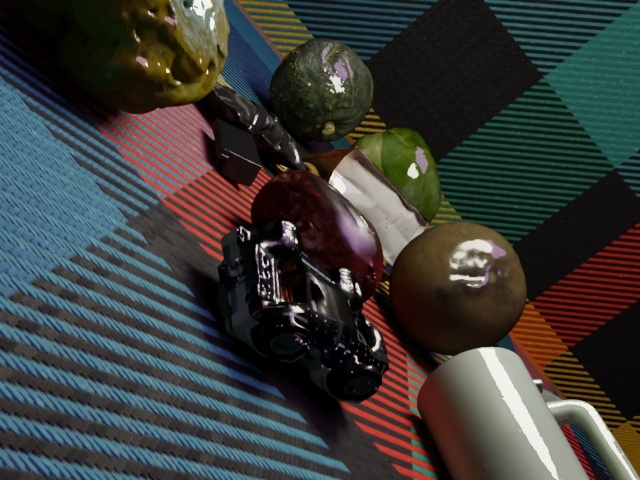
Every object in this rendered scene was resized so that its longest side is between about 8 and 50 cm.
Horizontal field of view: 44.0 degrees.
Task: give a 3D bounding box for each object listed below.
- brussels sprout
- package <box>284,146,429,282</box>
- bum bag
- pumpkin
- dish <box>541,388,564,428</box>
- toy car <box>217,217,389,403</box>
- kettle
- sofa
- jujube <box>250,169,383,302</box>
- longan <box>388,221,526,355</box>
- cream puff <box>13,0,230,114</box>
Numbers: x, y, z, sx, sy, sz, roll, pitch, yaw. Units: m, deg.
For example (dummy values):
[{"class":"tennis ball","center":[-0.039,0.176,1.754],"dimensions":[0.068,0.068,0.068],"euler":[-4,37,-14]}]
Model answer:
[{"class":"brussels sprout","center":[0.228,-0.209,2.487],"dimensions":[0.315,0.276,0.371],"euler":[47,11,-34]},{"class":"package","center":[0.071,-0.050,1.830],"dimensions":[0.311,0.221,0.165],"euler":[45,53,-36]},{"class":"bum bag","center":[-0.138,-0.241,1.685],"dimensions":[0.144,0.095,0.340],"euler":[41,3,36]},{"class":"pumpkin","center":[-0.002,-0.422,2.266],"dimensions":[0.328,0.291,0.257],"euler":[12,61,-56]},{"class":"dish","center":[0.350,0.359,1.601],"dimensions":[0.273,0.133,0.273],"euler":[13,7,-2]},{"class":"toy car","center":[-0.015,0.108,1.048],"dimensions":[0.301,0.118,0.193],"euler":[41,24,-43]},{"class":"kettle","center":[0.328,0.358,1.296],"dimensions":[0.265,0.205,0.318],"euler":[17,28,-26]},{"class":"sofa","center":[-0.165,-0.159,1.456],"dimensions":[0.085,0.060,0.147],"euler":[25,23,-26]},{"class":"jujube","center":[0.000,0.000,1.281],"dimensions":[0.243,0.183,0.183],"euler":[57,13,21]},{"class":"longan","center":[0.299,0.108,1.764],"dimensions":[0.319,0.319,0.319],"euler":[48,12,-14]},{"class":"cream puff","center":[-0.284,-0.309,1.107],"dimensions":[0.323,0.270,0.274],"euler":[8,79,-72]}]
